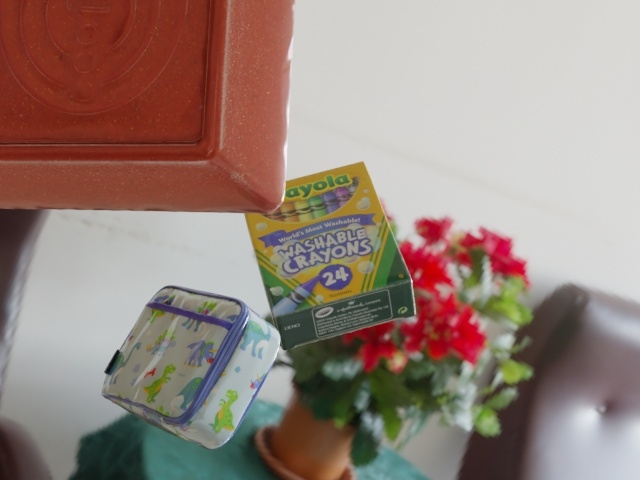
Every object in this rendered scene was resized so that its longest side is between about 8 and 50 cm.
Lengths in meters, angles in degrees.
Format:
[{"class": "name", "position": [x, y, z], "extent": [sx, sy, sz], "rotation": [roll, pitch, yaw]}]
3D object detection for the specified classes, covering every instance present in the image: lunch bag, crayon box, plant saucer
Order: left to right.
[{"class": "plant saucer", "position": [-0.144, -0.150, 0.862], "extent": [0.259, 0.258, 0.048], "rotation": [2, -4, 23]}, {"class": "lunch bag", "position": [-0.156, 0.142, 1.567], "extent": [0.090, 0.176, 0.219], "rotation": [40, -16, -33]}, {"class": "crayon box", "position": [0.000, 0.000, 1.970], "extent": [0.203, 0.083, 0.323], "rotation": [-15, 44, -4]}]
